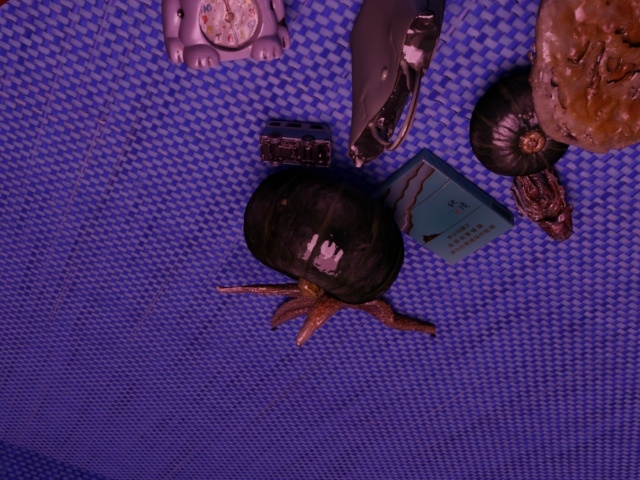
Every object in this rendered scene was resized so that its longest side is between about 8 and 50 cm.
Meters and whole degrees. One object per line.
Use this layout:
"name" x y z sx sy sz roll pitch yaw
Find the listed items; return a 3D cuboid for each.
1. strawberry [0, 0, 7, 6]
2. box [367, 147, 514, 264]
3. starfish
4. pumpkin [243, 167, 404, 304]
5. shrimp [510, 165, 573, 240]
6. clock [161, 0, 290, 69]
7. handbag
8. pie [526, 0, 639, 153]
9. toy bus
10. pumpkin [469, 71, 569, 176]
"strawberry" -0.522 -0.475 0.853 0.317 0.295 0.345 28 103 6
"box" 0.221 -0.055 1.269 0.229 0.041 0.162 33 133 -21
"starfish" 0.016 0.156 1.448 0.383 0.132 0.398 -5 172 22
"pumpkin" 0.000 0.000 1.216 0.300 0.207 0.300 26 176 2
"shrimp" 0.372 -0.086 1.182 0.090 0.079 0.233 -28 120 28
"clock" -0.135 -0.379 0.923 0.189 0.189 0.254 6 131 5
"handbag" 0.090 -0.237 0.904 0.109 0.315 0.241 20 136 -6
"pie" 0.425 -0.269 0.916 0.339 0.077 0.339 -5 122 -9
"toy bus" -0.039 -0.169 1.178 0.123 0.075 0.060 5 132 5
"pumpkin" 0.314 -0.179 1.056 0.167 0.125 0.167 5 125 7
